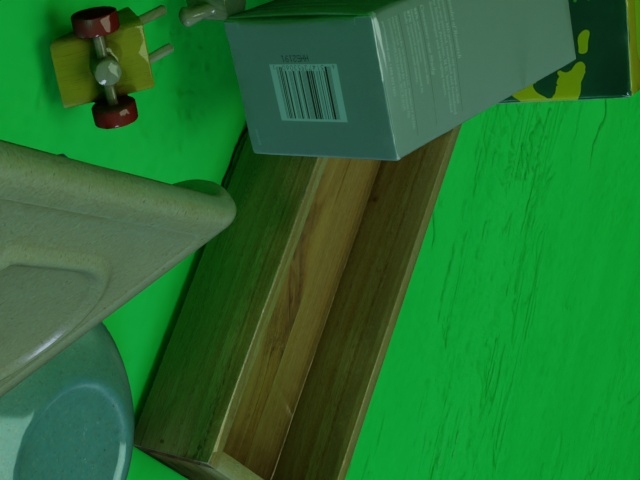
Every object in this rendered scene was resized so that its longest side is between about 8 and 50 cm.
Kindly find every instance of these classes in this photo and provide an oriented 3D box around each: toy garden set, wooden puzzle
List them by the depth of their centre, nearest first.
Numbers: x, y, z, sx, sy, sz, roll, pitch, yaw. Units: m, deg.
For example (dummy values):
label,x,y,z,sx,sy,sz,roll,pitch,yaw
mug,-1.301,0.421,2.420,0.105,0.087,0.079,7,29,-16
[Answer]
label,x,y,z,sx,sy,sz,roll,pitch,yaw
wooden puzzle,-0.219,0.052,0.473,0.080,0.322,0.348,56,13,9
toy garden set,-0.104,-0.202,0.847,0.244,0.049,0.204,-44,133,-49

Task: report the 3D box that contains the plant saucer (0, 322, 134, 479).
label,x,y,z,sx,sy,sz,roll,pitch,yaw
plant saucer,-0.164,0.133,0.843,0.195,0.037,0.195,-23,117,-57

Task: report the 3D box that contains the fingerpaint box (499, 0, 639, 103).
label,x,y,z,sx,sy,sz,roll,pitch,yaw
fingerpaint box,0.239,-0.339,1.235,0.445,0.163,0.371,-32,119,-61

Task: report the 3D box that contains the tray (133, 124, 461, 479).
label,x,y,z,sx,sy,sz,roll,pitch,yaw
tray,0.000,0.000,1.063,0.203,0.076,0.411,48,58,-55

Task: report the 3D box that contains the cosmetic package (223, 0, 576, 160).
label,x,y,z,sx,sy,sz,roll,pitch,yaw
cosmetic package,0.063,-0.136,0.942,0.238,0.127,0.107,-35,120,-46
